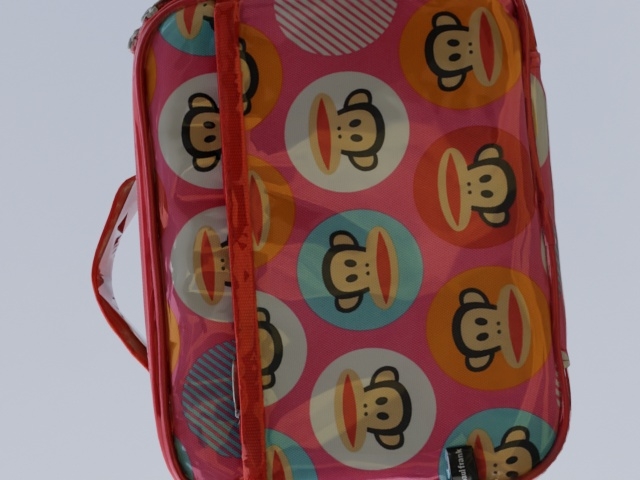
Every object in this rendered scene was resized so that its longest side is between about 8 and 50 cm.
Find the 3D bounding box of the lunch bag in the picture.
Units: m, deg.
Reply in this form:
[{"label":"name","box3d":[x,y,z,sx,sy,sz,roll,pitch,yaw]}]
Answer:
[{"label":"lunch bag","box3d":[0.000,0.000,0.811,0.258,0.120,0.293,-5,-94,7]}]
